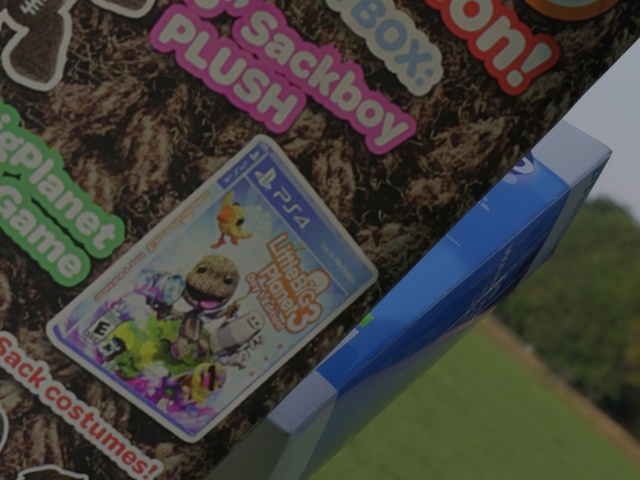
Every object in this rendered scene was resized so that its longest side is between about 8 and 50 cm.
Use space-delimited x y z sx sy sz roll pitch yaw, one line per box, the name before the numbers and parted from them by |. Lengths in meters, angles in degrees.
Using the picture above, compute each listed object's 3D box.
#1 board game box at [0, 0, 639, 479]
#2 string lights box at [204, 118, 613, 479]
board game box | -0.037 -0.076 0.500 0.141 0.291 0.232 44 2 -17
string lights box | 0.000 0.000 0.806 0.133 0.076 0.260 37 42 15
